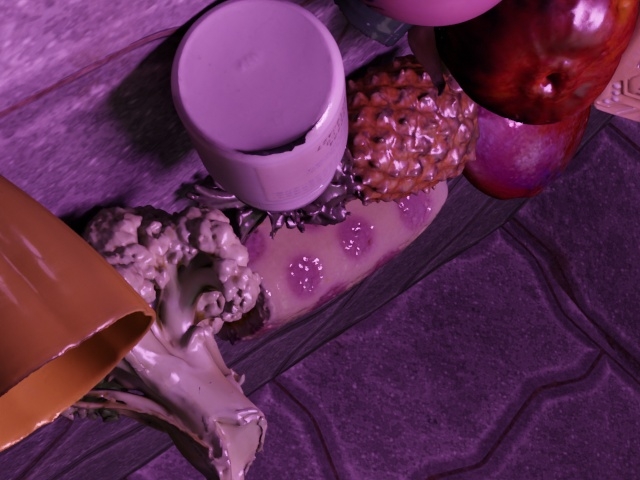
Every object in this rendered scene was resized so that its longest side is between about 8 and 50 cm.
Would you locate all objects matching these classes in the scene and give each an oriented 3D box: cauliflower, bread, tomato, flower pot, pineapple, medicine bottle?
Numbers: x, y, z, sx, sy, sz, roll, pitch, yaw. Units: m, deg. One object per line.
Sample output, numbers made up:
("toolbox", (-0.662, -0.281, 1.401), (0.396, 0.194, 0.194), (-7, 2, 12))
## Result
("cauliflower", (-0.153, 0.084, 1.330), (0.327, 0.281, 0.260), (-13, 125, -76))
("bread", (0.000, 0.000, 1.822), (0.338, 0.155, 0.187), (-33, 173, -30))
("tomato", (0.339, -0.184, 2.179), (0.289, 0.176, 0.335), (-44, 168, 11))
("flower pot", (-0.254, 0.047, 1.033), (0.195, 0.179, 0.195), (-39, 172, -7))
("pineapple", (0.011, -0.084, 1.525), (0.340, 0.169, 0.169), (-27, 166, -23))
("medicine bottle", (-0.046, -0.108, 1.199), (0.143, 0.143, 0.258), (-38, 169, -6))

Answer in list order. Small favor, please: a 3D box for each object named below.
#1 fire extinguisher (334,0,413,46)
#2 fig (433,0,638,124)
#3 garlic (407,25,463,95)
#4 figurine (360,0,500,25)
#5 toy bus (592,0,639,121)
("fire extinguisher", (0.128, -0.297, 1.141), (0.294, 0.093, 0.118), (-44, -178, 26))
("fig", (0.185, -0.238, 1.272), (0.186, 0.249, 0.204), (-16, 145, -3))
("garlic", (0.199, -0.232, 1.442), (0.338, 0.196, 0.151), (-5, 137, -41))
("figurine", (0.080, -0.240, 1.002), (0.173, 0.173, 0.173), (-37, 170, -8))
("toy bus", (0.387, -0.298, 1.373), (0.202, 0.177, 0.365), (104, -1, -63))
